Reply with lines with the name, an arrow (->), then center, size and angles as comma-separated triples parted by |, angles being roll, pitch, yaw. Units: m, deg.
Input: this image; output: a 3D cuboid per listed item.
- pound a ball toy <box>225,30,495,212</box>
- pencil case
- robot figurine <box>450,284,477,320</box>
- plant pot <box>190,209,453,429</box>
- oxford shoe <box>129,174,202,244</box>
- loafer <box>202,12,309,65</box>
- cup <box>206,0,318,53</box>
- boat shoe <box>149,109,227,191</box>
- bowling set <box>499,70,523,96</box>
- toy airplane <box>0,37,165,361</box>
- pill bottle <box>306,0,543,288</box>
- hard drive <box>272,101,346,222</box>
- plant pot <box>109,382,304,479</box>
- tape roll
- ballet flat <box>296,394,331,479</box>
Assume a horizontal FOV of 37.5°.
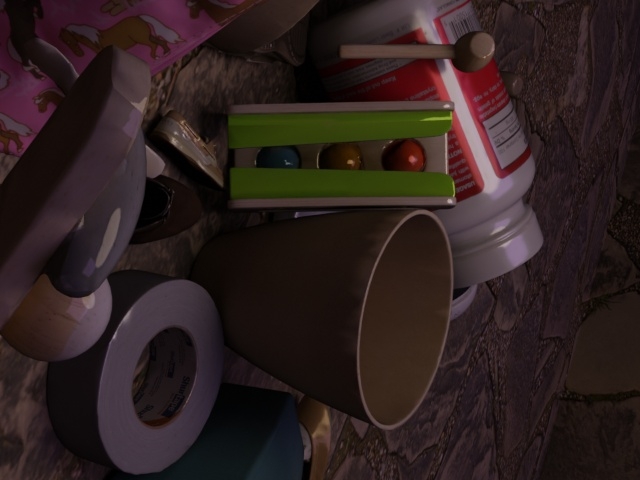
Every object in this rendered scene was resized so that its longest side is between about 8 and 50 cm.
pound a ball toy -> 0.048, -0.139, 1.153 | 0.136, 0.319, 0.208 | 27, 62, -89
pencil case -> -0.144, -0.209, 0.726 | 0.167, 0.386, 0.160 | 32, 40, -45
robot figurine -> 0.165, 0.015, 1.562 | 0.209, 0.173, 0.278 | -52, 140, -36
plant pot -> -0.014, 0.071, 1.147 | 0.256, 0.274, 0.256 | -27, 122, -56
oxford shoe -> -0.186, -0.033, 0.996 | 0.227, 0.096, 0.083 | 0, 96, -62
loafer -> -0.078, -0.266, 1.134 | 0.268, 0.092, 0.102 | -22, 120, -75
cup -> -0.110, -0.374, 0.862 | 0.237, 0.331, 0.331 | 24, 75, -33
boat shoe -> -0.143, -0.102, 1.097 | 0.045, 0.050, 0.135 | -66, 148, -16
bowling set -> 0.266, -0.178, 1.751 | 0.200, 0.154, 0.287 | -31, 127, -32
toy airplane -> -0.246, 0.058, 0.616 | 0.272, 0.386, 0.384 | 6, 94, -49
pill bottle -> 0.158, -0.150, 1.316 | 0.229, 0.229, 0.408 | -41, 111, -49
hard drive -> 0.000, 0.000, 1.386 | 0.233, 0.047, 0.353 | 17, 82, -61
plant pot -> -0.116, 0.291, 1.150 | 0.234, 0.166, 0.165 | -54, 142, -50
tape roll -> -0.198, 0.145, 1.048 | 0.219, 0.072, 0.219 | -23, 117, -57
ballet flat -> -0.032, 0.340, 1.399 | 0.073, 0.080, 0.232 | 1, 96, -46
